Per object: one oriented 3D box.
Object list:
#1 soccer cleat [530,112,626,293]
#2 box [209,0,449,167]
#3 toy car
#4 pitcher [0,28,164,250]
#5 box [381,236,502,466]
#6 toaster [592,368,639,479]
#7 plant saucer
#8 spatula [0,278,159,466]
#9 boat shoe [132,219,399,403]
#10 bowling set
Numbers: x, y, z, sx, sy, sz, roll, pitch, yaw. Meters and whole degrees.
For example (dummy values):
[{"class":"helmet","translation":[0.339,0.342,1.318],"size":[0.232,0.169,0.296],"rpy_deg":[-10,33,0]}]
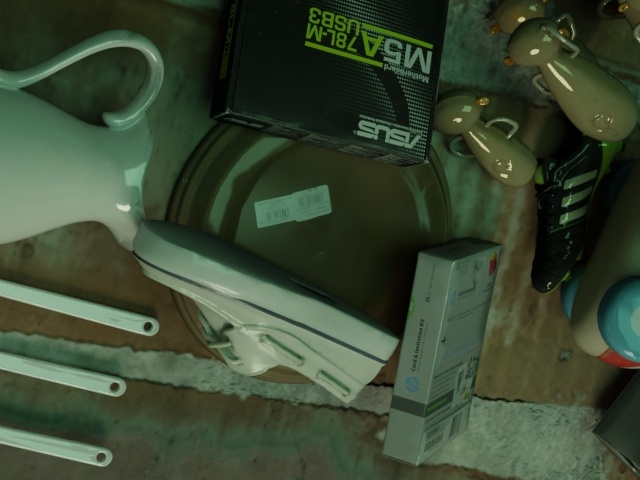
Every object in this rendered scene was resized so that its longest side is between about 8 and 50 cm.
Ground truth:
[{"class":"soccer cleat","translation":[0.229,-0.038,1.136],"size":[0.072,0.060,0.178],"rpy_deg":[22,87,-17]},{"class":"box","translation":[0.013,-0.169,0.987],"size":[0.191,0.045,0.184],"rpy_deg":[13,79,-26]},{"class":"toy car","translation":[0.369,0.042,1.078],"size":[0.238,0.219,0.210],"rpy_deg":[22,93,1]},{"class":"pitcher","translation":[-0.222,-0.080,0.884],"size":[0.207,0.125,0.177],"rpy_deg":[3,109,-32]},{"class":"box","translation":[0.112,0.096,1.078],"size":[0.145,0.038,0.186],"rpy_deg":[-13,115,-64]},{"class":"toaster","translation":[0.385,0.217,1.206],"size":[0.110,0.186,0.168],"rpy_deg":[-48,124,-3]},{"class":"plant saucer","translation":[0.000,0.000,1.051],"size":[0.278,0.041,0.277],"rpy_deg":[-6,105,-22]},{"class":"spatula","translation":[-0.264,0.101,0.973],"size":[0.242,0.019,0.168],"rpy_deg":[19,89,-27]},{"class":"boat shoe","translation":[-0.051,0.066,0.966],"size":[0.267,0.096,0.088],"rpy_deg":[27,96,-43]},{"class":"bowling set","translation":[0.224,-0.191,1.051],"size":[0.154,0.287,0.199],"rpy_deg":[36,44,-34]}]
